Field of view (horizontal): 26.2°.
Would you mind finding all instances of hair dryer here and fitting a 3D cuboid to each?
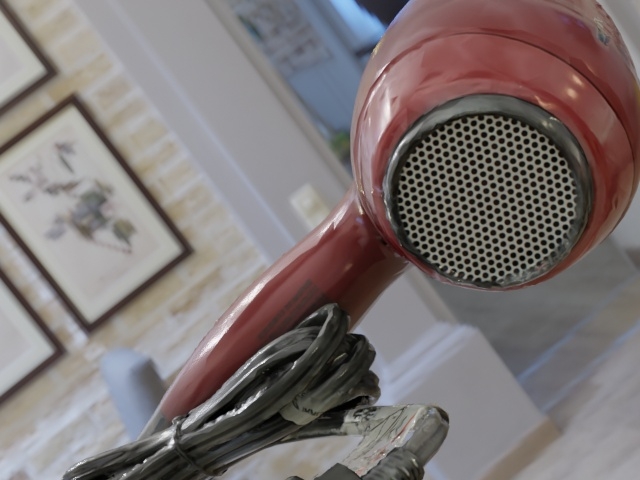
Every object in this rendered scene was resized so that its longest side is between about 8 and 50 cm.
[{"bbox_3d":[0.000,0.000,0.412,0.293,0.080,0.224,-49,16,-26],"label":"hair dryer"}]
